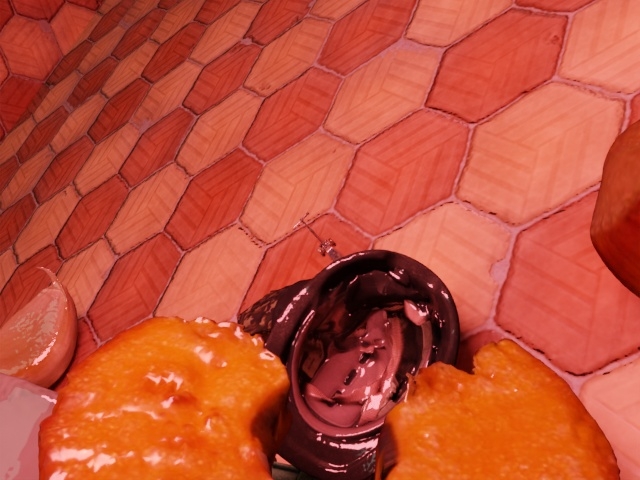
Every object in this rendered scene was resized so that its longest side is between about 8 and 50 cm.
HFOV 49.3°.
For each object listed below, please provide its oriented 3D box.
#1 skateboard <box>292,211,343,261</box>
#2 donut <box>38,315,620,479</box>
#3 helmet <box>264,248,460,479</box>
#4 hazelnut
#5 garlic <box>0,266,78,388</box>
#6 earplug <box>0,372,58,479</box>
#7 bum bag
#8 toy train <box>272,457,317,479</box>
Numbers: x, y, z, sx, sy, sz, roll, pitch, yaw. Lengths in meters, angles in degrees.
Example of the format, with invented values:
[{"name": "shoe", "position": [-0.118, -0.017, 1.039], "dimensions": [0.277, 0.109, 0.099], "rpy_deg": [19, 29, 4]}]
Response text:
[{"name": "skateboard", "position": [0.000, 0.000, 1.018], "dimensions": [0.032, 0.083, 0.064], "rpy_deg": [-44, 38, 0]}, {"name": "donut", "position": [-0.006, 0.219, 0.535], "dimensions": [0.435, 0.163, 0.377], "rpy_deg": [7, 26, 10]}, {"name": "helmet", "position": [0.047, 0.133, 0.793], "dimensions": [0.198, 0.154, 0.253], "rpy_deg": [31, 90, 11]}, {"name": "hazelnut", "position": [0.358, -0.035, 0.634], "dimensions": [0.210, 0.186, 0.210], "rpy_deg": [-28, 23, 13]}, {"name": "garlic", "position": [-0.535, 0.187, 1.282], "dimensions": [0.245, 0.164, 0.145], "rpy_deg": [-53, 20, -20]}, {"name": "earplug", "position": [-0.350, 0.387, 0.797], "dimensions": [0.313, 0.312, 0.394], "rpy_deg": [-4, 54, 41]}, {"name": "bum bag", "position": [-0.016, 0.089, 0.960], "dimensions": [0.248, 0.069, 0.102], "rpy_deg": [-20, 8, 32]}, {"name": "toy train", "position": [-0.051, 0.297, 0.801], "dimensions": [0.170, 0.071, 0.111], "rpy_deg": [-4, 43, 42]}]
